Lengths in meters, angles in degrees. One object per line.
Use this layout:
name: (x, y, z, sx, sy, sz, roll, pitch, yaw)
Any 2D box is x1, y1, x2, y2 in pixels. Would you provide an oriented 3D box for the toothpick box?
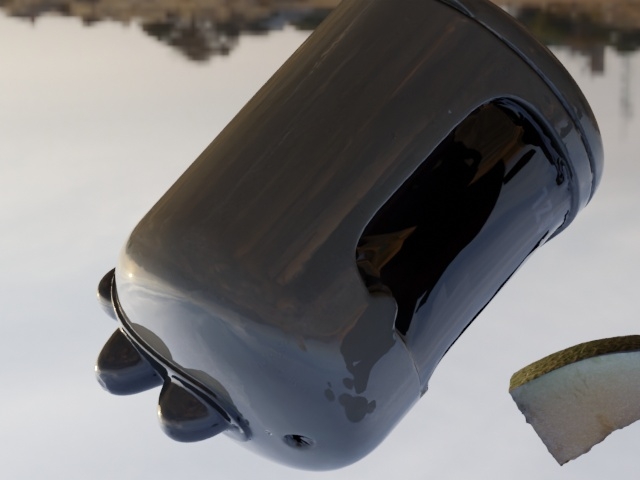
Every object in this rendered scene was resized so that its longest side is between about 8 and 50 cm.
toothpick box: (0.000, 0.000, 0.997, 0.316, 0.229, 0.229, -48, -149, -20)

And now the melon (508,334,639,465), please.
melon: (0.254, 0.119, 1.334, 0.182, 0.098, 0.054, -30, -167, 26)
